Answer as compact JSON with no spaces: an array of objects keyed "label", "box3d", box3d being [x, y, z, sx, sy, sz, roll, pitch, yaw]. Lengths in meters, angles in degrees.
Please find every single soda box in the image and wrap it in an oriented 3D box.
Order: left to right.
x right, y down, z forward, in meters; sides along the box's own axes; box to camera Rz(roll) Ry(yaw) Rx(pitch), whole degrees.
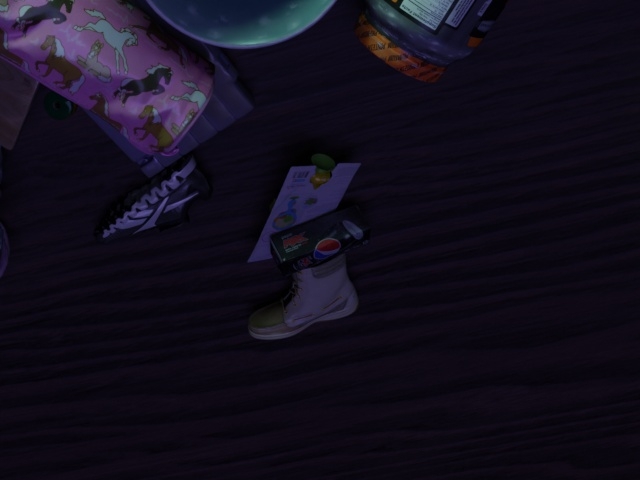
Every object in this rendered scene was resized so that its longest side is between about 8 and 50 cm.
[{"label":"soda box","box3d":[0.000,0.000,1.636,0.169,0.060,0.053,-22,150,-14]}]

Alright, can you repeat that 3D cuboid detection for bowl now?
[{"label":"bowl","box3d":[-0.111,-0.439,1.304,0.312,0.163,0.311,-3,124,-5]}]

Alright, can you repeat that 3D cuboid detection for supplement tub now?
[{"label":"supplement tub","box3d":[0.190,-0.396,1.348,0.194,0.193,0.316,23,120,-20]}]

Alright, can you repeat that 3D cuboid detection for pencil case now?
[{"label":"pencil case","box3d":[-0.331,-0.271,1.333,0.386,0.160,0.167,31,129,-25]}]

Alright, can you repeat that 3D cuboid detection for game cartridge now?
[{"label":"game cartridge","box3d":[-0.289,-0.284,1.458,0.230,0.068,0.355,-33,121,12]}]

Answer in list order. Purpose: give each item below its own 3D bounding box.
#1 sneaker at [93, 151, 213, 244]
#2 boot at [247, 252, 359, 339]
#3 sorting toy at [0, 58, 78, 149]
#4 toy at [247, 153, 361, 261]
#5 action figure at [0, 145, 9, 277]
[{"label":"sneaker","box3d":[-0.277,-0.048,1.608,0.234,0.078,0.106,-35,118,15]},{"label":"boot","box3d":[-0.044,0.090,1.713,0.213,0.077,0.165,-17,137,-2]},{"label":"sorting toy","box3d":[-0.508,-0.235,1.458,0.275,0.046,0.132,31,116,-1]},{"label":"toy","box3d":[-0.038,-0.061,1.626,0.137,0.056,0.237,-7,146,-32]},{"label":"action figure","box3d":[-0.692,-0.088,1.504,0.371,0.248,0.275,0,151,-8]}]
